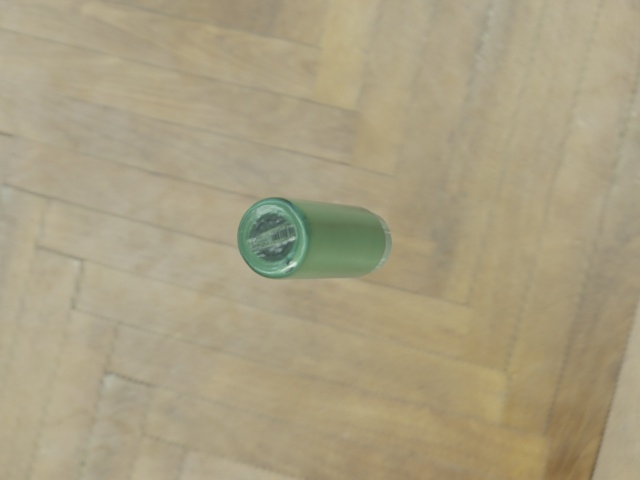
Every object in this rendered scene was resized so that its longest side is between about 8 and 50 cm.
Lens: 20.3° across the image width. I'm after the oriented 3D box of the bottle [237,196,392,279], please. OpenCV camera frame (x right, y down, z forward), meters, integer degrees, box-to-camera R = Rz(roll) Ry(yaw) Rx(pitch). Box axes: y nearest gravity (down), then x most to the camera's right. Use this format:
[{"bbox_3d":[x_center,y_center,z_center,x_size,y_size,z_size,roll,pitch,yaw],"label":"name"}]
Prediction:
[{"bbox_3d":[0.000,0.000,0.687,0.030,0.083,0.030,-1,88,27],"label":"bottle"}]
